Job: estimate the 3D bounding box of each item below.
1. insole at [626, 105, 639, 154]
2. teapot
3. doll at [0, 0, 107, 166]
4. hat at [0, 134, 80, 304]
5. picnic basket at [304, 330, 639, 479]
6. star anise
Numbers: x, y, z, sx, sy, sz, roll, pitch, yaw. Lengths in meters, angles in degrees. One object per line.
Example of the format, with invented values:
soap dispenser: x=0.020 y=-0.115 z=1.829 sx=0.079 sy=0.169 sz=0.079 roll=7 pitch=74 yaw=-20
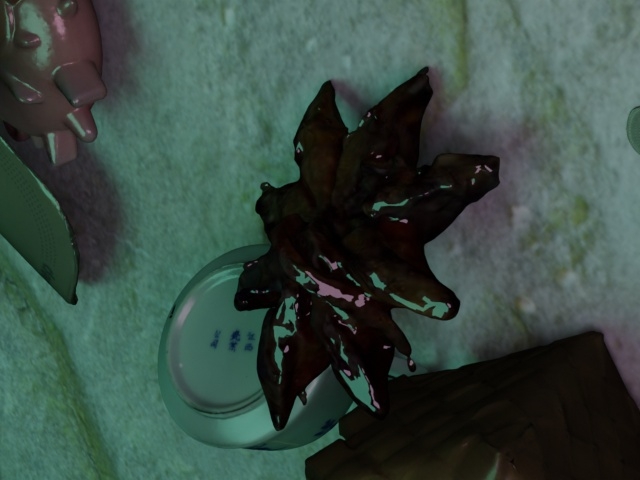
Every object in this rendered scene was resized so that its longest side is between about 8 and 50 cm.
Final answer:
insole: x=0.246 y=-0.052 z=1.032 sx=0.153 sy=0.002 sz=0.053 roll=20 pitch=130 yaw=38
teapot: x=-0.026 y=0.094 z=1.340 sx=0.232 sy=0.159 sz=0.159 roll=2 pitch=119 yaw=35
doll: x=-0.234 y=-0.171 z=1.388 sx=0.211 sy=0.093 sz=0.262 roll=53 pitch=149 yaw=17
hat: x=-0.324 y=-0.027 z=1.524 sx=0.244 sy=0.149 sz=0.214 roll=58 pitch=163 yaw=15
picnic basket: x=0.096 y=0.238 z=1.187 sx=0.321 sy=0.254 sz=0.291 roll=-27 pitch=96 yaw=36
star anise: x=0.000 y=0.000 z=1.166 sx=0.272 sy=0.102 sz=0.272 roll=-23 pitch=59 yaw=44
